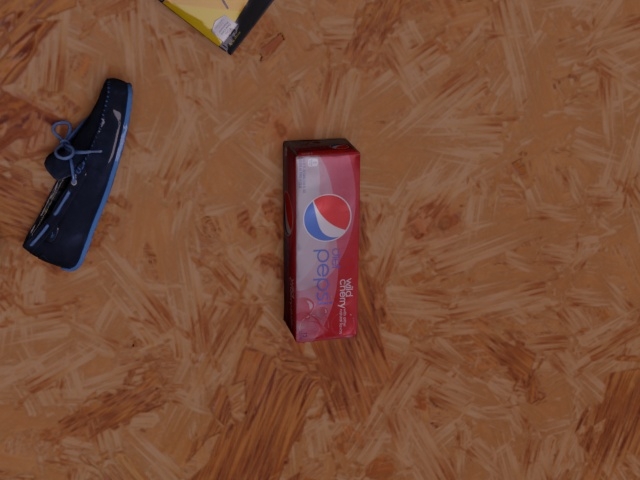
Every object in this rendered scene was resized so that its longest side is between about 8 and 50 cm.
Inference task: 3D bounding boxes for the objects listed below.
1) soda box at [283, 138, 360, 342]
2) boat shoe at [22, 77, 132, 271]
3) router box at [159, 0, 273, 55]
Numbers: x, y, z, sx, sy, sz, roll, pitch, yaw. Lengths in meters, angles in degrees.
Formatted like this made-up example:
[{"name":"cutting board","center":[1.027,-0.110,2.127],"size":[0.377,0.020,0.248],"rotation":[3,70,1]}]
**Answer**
[{"name":"soda box","center":[0.000,0.000,1.767],"size":[0.092,0.083,0.263],"rotation":[-5,109,-13]},{"name":"boat shoe","center":[-0.305,-0.083,1.651],"size":[0.089,0.109,0.258],"rotation":[17,101,-15]},{"name":"router box","center":[-0.111,-0.343,1.642],"size":[0.133,0.046,0.179],"rotation":[36,97,-22]}]
